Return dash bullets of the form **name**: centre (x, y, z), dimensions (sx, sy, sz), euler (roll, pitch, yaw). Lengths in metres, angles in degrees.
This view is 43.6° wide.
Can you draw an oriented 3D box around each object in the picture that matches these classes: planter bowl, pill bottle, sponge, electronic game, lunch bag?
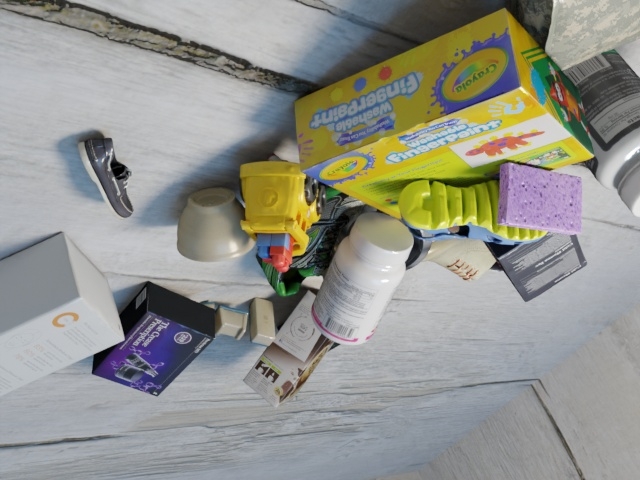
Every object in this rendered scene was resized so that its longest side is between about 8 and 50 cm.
- **planter bowl**: centre (-0.215, -0.042, 1.622), dimensions (0.162, 0.162, 0.109), euler (-13, 121, -21)
- **pill bottle**: centre (0.654, -0.240, 1.747), dimensions (0.204, 0.361, 0.204), euler (-19, 149, -12)
- **sponge**: centre (0.428, -0.078, 1.553), dimensions (0.210, 0.117, 0.031), euler (6, 173, -32)
- **pill bottle**: centre (0.094, 0.085, 1.791), dimensions (0.160, 0.160, 0.283), euler (-4, 134, -33)
- **electronic game**: centre (0.157, -0.010, 1.944), dimensions (0.229, 0.048, 0.229), euler (5, 129, 6)
- **lunch bag**: centre (0.484, -0.468, 1.461), dimensions (0.235, 0.169, 0.287), euler (-23, 154, -3)

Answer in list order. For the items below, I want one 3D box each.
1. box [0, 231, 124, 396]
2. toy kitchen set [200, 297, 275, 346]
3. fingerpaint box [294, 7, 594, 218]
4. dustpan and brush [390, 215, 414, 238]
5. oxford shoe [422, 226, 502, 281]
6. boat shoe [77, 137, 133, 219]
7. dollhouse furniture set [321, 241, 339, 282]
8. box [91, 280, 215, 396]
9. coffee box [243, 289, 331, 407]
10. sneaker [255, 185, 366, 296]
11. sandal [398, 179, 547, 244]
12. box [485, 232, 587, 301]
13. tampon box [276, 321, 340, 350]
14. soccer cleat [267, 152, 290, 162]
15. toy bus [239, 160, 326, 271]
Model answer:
- **box**: centre (-0.609, 0.165, 1.608), dimensions (0.345, 0.168, 0.215), euler (-24, 149, -2)
- **toy kitchen set**: centre (-0.247, 0.227, 2.064), dimensions (0.207, 0.122, 0.166), euler (18, 132, -24)
- **fingerpaint box**: centre (0.237, -0.217, 1.534), dimensions (0.444, 0.163, 0.371), euler (-18, 157, 33)
- **dustpan and brush**: centre (0.249, -0.044, 2.039), dimensions (0.211, 0.060, 0.147), euler (-19, 149, -12)
- **oxford shoe**: centre (0.379, 0.034, 2.110), dimensions (0.397, 0.147, 0.140), euler (-6, 168, -41)
- **boat shoe**: centre (-0.372, -0.111, 1.457), dimensions (0.065, 0.075, 0.206), euler (-21, 145, -3)
- **dollhouse furniture set**: centre (-0.014, 0.095, 1.986), dimensions (0.183, 0.129, 0.129), euler (-34, 149, 11)
- **box**: centre (-0.396, 0.239, 1.895), dimensions (0.184, 0.103, 0.261), euler (25, 125, -31)
- **coffee box**: centre (-0.053, 0.280, 2.111), dimensions (0.297, 0.119, 0.168), euler (-55, 167, 5)
- **sneaker**: centre (0.000, 0.000, 1.836), dimensions (0.134, 0.146, 0.343), euler (9, 134, -45)
- **sandal**: centre (0.301, -0.051, 1.611), dimensions (0.317, 0.126, 0.138), euler (8, 161, -6)
- **box**: centre (0.430, -0.077, 1.846), dimensions (0.179, 0.343, 0.312), euler (-34, 148, 10)
- **tampon box**: centre (-0.017, 0.261, 2.264), dimensions (0.161, 0.101, 0.120), euler (-32, 150, 10)
- **soccer cleat**: centre (-0.078, -0.151, 1.652), dimensions (0.029, 0.036, 0.083), euler (-36, 148, 16)
- **toy bus**: centre (-0.076, -0.035, 1.614), dimensions (0.149, 0.211, 0.220), euler (-1, 164, 13)
